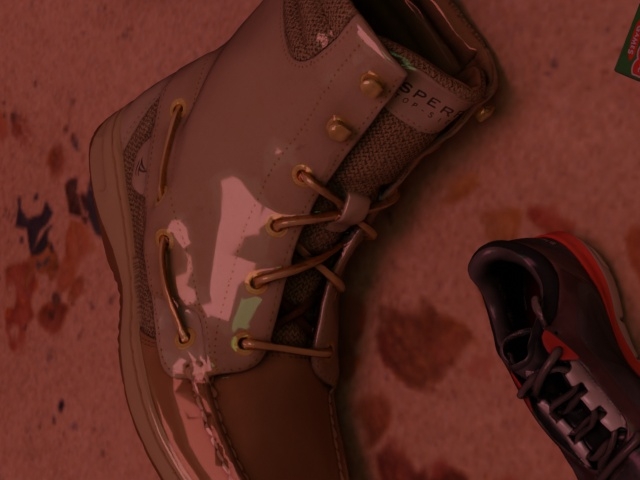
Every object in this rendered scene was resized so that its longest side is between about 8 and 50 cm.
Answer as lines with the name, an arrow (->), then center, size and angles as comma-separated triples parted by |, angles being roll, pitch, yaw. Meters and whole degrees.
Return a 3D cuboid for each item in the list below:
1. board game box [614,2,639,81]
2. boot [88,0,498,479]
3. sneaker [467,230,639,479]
board game box -> 0.215, -0.097, 0.594 | 0.211, 0.039, 0.160 | 31, 107, 43
boot -> 0.000, 0.000, 0.771 | 0.203, 0.095, 0.262 | -39, 54, 35
sneaker -> 0.100, 0.063, 0.674 | 0.061, 0.065, 0.158 | -50, 52, 30
